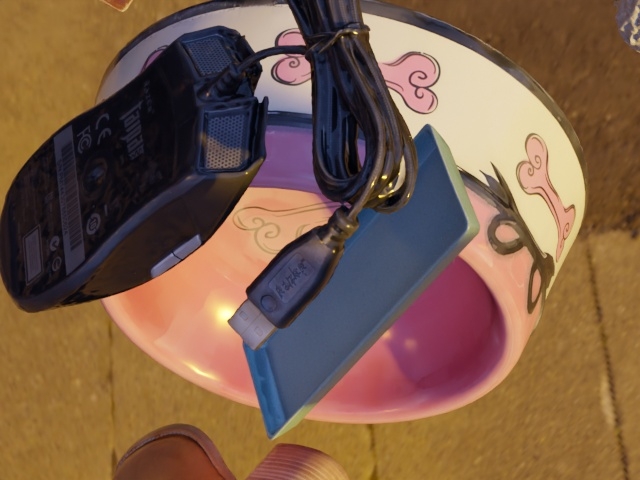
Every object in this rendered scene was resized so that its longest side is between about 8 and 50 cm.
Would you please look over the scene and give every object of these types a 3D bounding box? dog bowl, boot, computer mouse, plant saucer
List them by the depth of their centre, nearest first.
[{"bbox_3d":[-0.051,-0.014,0.683,0.060,0.262,0.184,21,41,-42],"label":"computer mouse"},{"bbox_3d":[0.018,0.026,0.750,0.018,0.192,0.067,7,49,-33],"label":"plant saucer"},{"bbox_3d":[0.000,0.000,1.153,0.408,0.408,0.150,14,55,0],"label":"dog bowl"},{"bbox_3d":[-0.128,0.263,1.200,0.220,0.283,0.109,-46,122,-39],"label":"boot"}]

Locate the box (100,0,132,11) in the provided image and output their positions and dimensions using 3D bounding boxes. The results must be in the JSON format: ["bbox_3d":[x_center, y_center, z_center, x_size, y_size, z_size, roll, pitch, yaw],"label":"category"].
[{"bbox_3d":[-0.202,-0.340,1.146,0.191,0.143,0.381,28,21,-23],"label":"box"}]

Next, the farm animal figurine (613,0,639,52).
[{"bbox_3d":[0.293,-0.357,1.330,0.330,0.172,0.327,21,104,-27],"label":"farm animal figurine"}]
